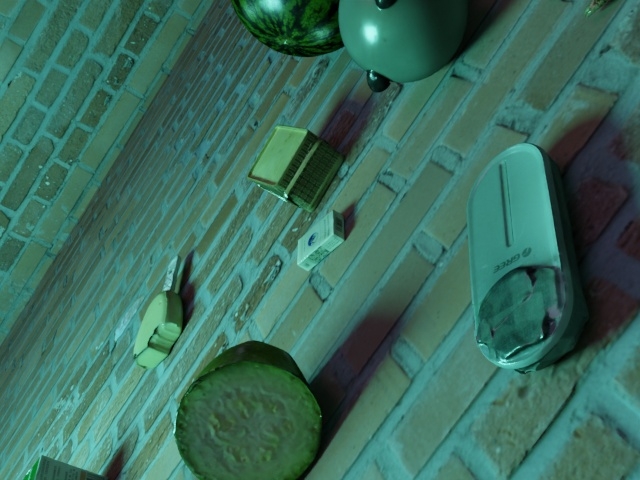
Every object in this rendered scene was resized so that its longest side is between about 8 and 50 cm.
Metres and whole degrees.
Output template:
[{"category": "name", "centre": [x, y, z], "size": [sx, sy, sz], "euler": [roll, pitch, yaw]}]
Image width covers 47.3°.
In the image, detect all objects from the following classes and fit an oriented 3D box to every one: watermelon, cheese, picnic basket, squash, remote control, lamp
[{"category": "watermelon", "centre": [-0.023, -0.473, 1.312], "size": [0.285, 0.285, 0.285], "euler": [-42, 31, 33]}, {"category": "cheese", "centre": [-0.309, 0.127, 1.454], "size": [0.127, 0.050, 0.255], "euler": [-40, 32, 35]}, {"category": "picnic basket", "centre": [-0.043, -0.122, 1.204], "size": [0.115, 0.079, 0.164], "euler": [-58, 26, 0]}, {"category": "squash", "centre": [-0.083, 0.196, 0.863], "size": [0.170, 0.170, 0.123], "euler": [-53, 15, 14]}, {"category": "remote control", "centre": [0.188, 0.010, 0.681], "size": [0.104, 0.052, 0.247], "euler": [-37, 34, 41]}, {"category": "lamp", "centre": [0.126, -0.333, 1.018], "size": [0.198, 0.198, 0.244], "euler": [-26, 25, 49]}]

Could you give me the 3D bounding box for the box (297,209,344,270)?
[{"category": "box", "centre": [0.000, 0.000, 1.064], "size": [0.083, 0.024, 0.054], "euler": [-40, 34, 33]}]

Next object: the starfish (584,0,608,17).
[{"category": "starfish", "centre": [0.331, -0.355, 0.808], "size": [0.238, 0.057, 0.213], "euler": [-33, 44, 50]}]

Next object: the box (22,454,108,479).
[{"category": "box", "centre": [-0.442, 0.477, 1.232], "size": [0.081, 0.135, 0.199], "euler": [-51, 26, 19]}]
